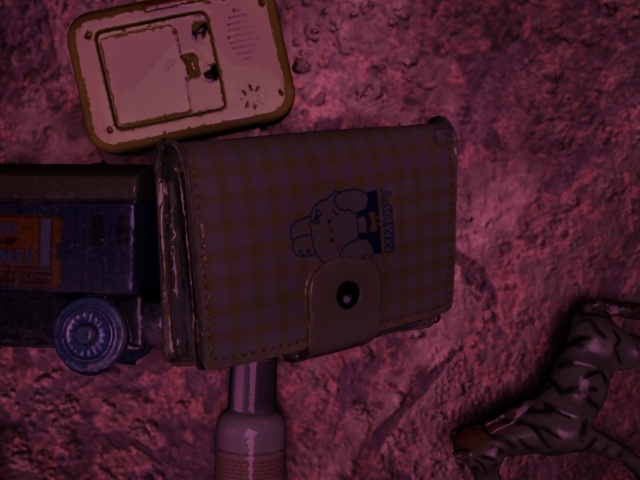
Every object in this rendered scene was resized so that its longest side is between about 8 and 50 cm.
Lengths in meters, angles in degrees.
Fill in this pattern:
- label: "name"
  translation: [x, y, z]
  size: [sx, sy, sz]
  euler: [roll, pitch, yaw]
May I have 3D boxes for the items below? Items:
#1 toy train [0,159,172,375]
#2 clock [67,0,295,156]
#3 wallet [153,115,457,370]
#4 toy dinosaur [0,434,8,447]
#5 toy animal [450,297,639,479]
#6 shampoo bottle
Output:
- label: "toy train"
  translation: [-0.279, 0.023, 0.931]
  size: [0.300, 0.131, 0.201]
  euler: [1, 91, 9]
- label: "clock"
  translation: [-0.133, -0.166, 0.952]
  size: [0.202, 0.096, 0.143]
  euler: [-12, 92, -2]
- label: "wallet"
  translation: [0.000, 0.000, 0.920]
  size: [0.310, 0.077, 0.223]
  euler: [-7, 96, -32]
- label: "toy dinosaur"
  translation: [-0.359, 0.186, 0.996]
  size: [0.058, 0.037, 0.180]
  euler: [-34, 76, 21]
- label: "toy animal"
  translation: [0.274, 0.185, 1.001]
  size: [0.170, 0.090, 0.255]
  euler: [43, 89, -1]
- label: "shampoo bottle"
  translation: [-0.071, 0.184, 0.993]
  size: [0.074, 0.074, 0.192]
  euler: [1, 93, -2]
